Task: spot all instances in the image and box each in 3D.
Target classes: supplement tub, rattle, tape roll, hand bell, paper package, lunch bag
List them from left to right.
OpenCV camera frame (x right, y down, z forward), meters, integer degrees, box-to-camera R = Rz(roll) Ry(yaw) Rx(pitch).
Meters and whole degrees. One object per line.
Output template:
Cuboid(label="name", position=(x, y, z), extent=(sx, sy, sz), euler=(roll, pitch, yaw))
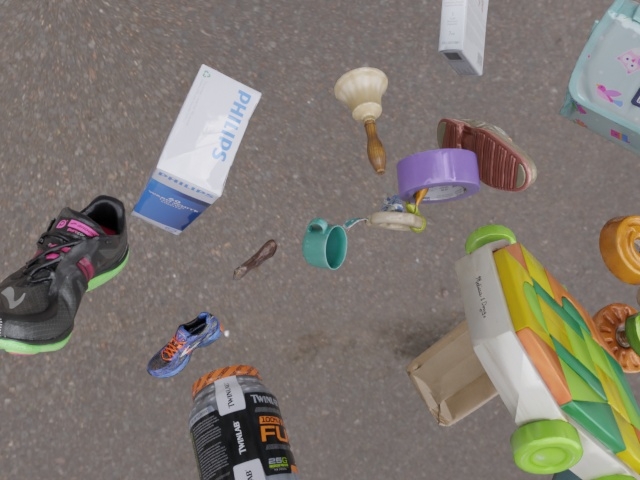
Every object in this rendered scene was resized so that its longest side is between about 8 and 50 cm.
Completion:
Cuboid(label="supplement tub", position=(-0.159, 0.429, 1.307), extent=(0.194, 0.315, 0.193), euler=(-16, 148, -10))
Cuboid(label="hand bell", position=(0.112, -0.249, 1.406), extent=(0.126, 0.241, 0.126), euler=(-8, 152, -4))
Cuboid(label="rattle", position=(0.154, -0.086, 1.529), extent=(0.130, 0.200, 0.142), euler=(-10, 102, -52))
Cuboid(label="tape roll", position=(0.275, -0.148, 1.500), extent=(0.189, 0.189, 0.080), euler=(0, 78, -22))
Cuboid(label="paper package", position=(0.410, 0.245, 1.471), extent=(0.325, 0.168, 0.309), euler=(-8, 148, -52))
Cuboid(label="lunch bag", position=(0.459, -0.208, 0.859), extent=(0.160, 0.223, 0.262), euler=(-57, 164, 3))

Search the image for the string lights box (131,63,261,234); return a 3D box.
Cuboid(label="string lights box", position=(-0.163, -0.099, 0.798), extent=(0.077, 0.260, 0.133), euler=(24, 73, -17))

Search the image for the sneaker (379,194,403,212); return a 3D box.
Cuboid(label="sneaker", position=(0.193, -0.086, 1.766), extent=(0.052, 0.135, 0.058), euler=(10, 71, -18))

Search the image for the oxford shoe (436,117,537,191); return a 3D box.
Cuboid(label="oxford shoe", position=(0.463, -0.247, 1.691), extent=(0.147, 0.397, 0.140), euler=(-10, 123, -17))

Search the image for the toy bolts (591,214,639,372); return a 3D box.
Cuboid(label="toy bolts", position=(0.481, 0.073, 0.958), extent=(0.229, 0.158, 0.218), euler=(-13, 79, -20))

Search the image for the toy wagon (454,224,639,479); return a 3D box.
Cuboid(label="toy wagon", position=(0.259, 0.140, 0.662), extent=(0.068, 0.267, 0.344), euler=(-35, 123, 28))

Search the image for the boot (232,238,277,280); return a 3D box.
Cuboid(label="boot", position=(-0.164, 0.049, 1.587), extent=(0.037, 0.114, 0.106), euler=(45, 118, 8))

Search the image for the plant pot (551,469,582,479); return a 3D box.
Cuboid(label="plant pot", position=(0.495, 0.425, 0.899), extent=(0.291, 0.195, 0.289), euler=(0, 89, 0))

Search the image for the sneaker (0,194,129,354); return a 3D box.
Cuboid(label="sneaker", position=(-0.522, 0.046, 1.265), extent=(0.186, 0.482, 0.202), euler=(16, 118, -3))

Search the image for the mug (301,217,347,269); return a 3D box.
Cuboid(label="mug", position=(0.005, 0.002, 1.863), extent=(0.129, 0.098, 0.157), euler=(-19, 112, -56))

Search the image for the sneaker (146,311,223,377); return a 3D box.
Cuboid(label="sneaker", position=(-0.350, 0.256, 1.616), extent=(0.221, 0.083, 0.087), euler=(-42, 147, -24))

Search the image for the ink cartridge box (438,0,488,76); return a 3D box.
Cuboid(label="ink cartridge box", position=(0.334, -0.523, 1.467), extent=(0.275, 0.060, 0.238), euler=(-6, 100, -68))
